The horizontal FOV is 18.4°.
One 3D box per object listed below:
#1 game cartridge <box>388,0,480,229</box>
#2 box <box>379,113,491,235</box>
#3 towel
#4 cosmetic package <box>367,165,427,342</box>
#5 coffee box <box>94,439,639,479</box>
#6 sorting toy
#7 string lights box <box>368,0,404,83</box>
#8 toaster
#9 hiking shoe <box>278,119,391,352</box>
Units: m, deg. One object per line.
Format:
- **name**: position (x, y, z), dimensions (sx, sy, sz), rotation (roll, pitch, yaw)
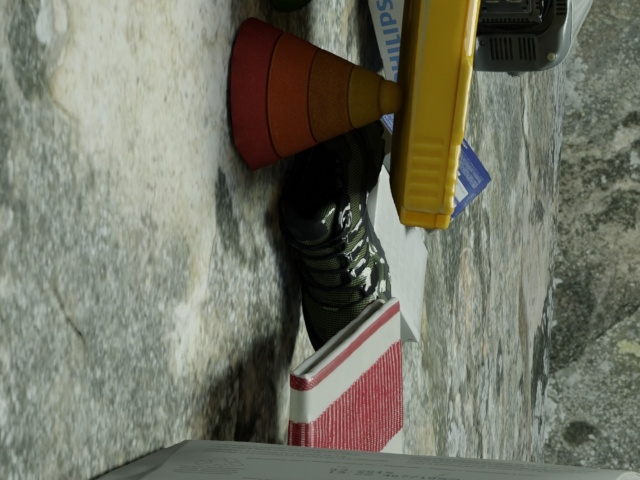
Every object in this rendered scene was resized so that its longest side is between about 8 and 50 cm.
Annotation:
- **game cartridge**: position (0.096, -0.183, 1.578), dimensions (0.285, 0.052, 0.324), rotation (-90, -176, -81)
- **box**: position (0.102, -0.087, 1.957), dimensions (0.136, 0.036, 0.225), rotation (55, 20, 0)
- **towel**: position (0.018, 0.230, 1.589), dimensions (0.237, 0.037, 0.329), rotation (-37, 129, -67)
- **cosmetic package**: position (0.049, 0.016, 1.855), dimensions (0.239, 0.060, 0.099), rotation (58, 35, -66)
- **coffee box**: position (0.011, 0.319, 1.200), dimensions (0.338, 0.337, 0.334), rotation (-12, 104, -76)
- **sorting toy**: position (0.021, -0.224, 1.581), dimensions (0.127, 0.126, 0.365), rotation (63, 33, -62)
- **string lights box**: position (0.114, -0.240, 1.996), dimensions (0.260, 0.076, 0.133), rotation (-49, 128, -68)
- **toaster**: position (0.186, -0.276, 1.860), dimensions (0.146, 0.129, 0.227), rotation (-50, 136, -58)
- **hiking shoe**: position (0.000, 0.000, 1.663), dimensions (0.114, 0.086, 0.227), rotation (-9, 98, -59)
